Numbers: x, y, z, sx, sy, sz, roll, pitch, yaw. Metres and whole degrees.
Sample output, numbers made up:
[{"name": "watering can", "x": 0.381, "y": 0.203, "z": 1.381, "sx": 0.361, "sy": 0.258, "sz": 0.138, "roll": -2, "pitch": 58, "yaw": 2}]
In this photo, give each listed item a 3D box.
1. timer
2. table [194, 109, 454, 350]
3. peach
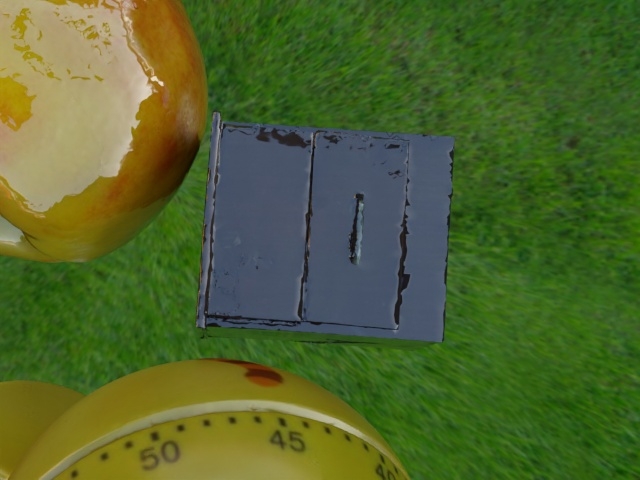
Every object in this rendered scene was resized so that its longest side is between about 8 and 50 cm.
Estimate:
[{"name": "timer", "x": -0.092, "y": 0.240, "z": 0.950, "sx": 0.376, "sy": 0.387, "sz": 0.376, "roll": -8, "pitch": 120, "yaw": -14}, {"name": "table", "x": 0.000, "y": 0.000, "z": 1.010, "sx": 0.193, "sy": 0.172, "sz": 0.169, "roll": 5, "pitch": 82, "yaw": -5}, {"name": "peach", "x": -0.228, "y": -0.145, "z": 1.057, "sx": 0.289, "sy": 0.289, "sz": 0.308, "roll": 27, "pitch": 63, "yaw": -8}]
